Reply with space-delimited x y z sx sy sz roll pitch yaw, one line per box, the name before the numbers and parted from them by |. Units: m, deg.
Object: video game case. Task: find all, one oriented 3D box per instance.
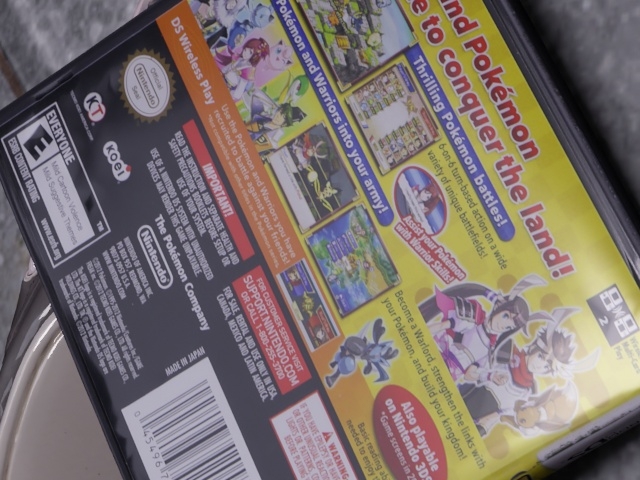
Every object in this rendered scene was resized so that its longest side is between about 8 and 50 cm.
video game case | 0.000 0.000 0.830 0.248 0.035 0.274 -32 67 17

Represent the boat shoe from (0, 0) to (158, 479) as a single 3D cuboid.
boat shoe | -0.083 0.000 0.963 0.335 0.112 0.095 -67 26 3
